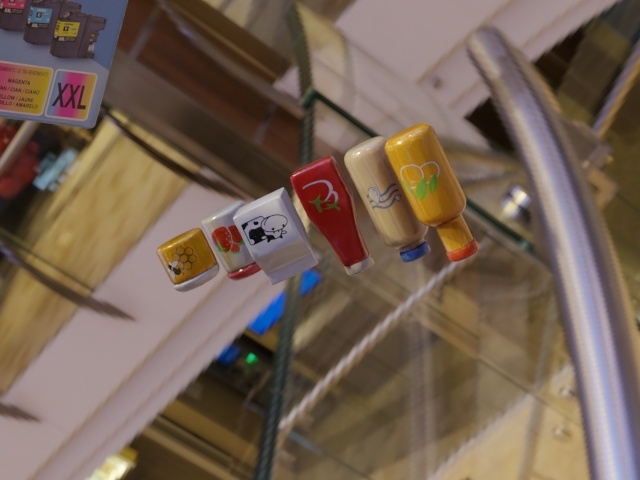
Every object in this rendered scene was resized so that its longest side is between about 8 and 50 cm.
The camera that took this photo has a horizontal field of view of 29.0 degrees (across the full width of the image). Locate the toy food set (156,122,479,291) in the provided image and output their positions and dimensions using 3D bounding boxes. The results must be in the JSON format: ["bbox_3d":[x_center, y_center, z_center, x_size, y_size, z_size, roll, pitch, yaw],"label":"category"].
[{"bbox_3d":[0.000,0.000,0.963,0.232,0.104,0.111,-25,10,7],"label":"toy food set"}]

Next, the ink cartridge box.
[{"bbox_3d":[-0.331,-0.336,1.300,0.151,0.270,0.395,40,119,48],"label":"ink cartridge box"}]
